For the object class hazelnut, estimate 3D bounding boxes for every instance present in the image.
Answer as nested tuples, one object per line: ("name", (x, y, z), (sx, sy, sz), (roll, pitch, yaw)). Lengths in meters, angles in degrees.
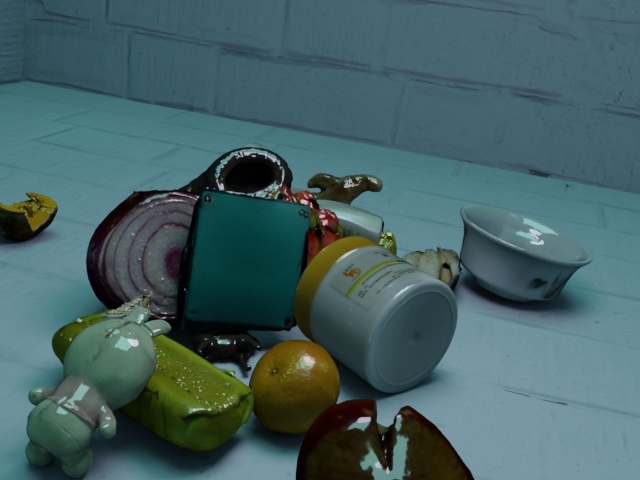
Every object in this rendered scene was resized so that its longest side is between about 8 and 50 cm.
("hazelnut", (0.087, 0.331, 1.019), (0.251, 0.217, 0.217), (22, 22, 11))

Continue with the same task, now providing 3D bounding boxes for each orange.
("orange", (-0.040, 0.245, 1.262), (0.136, 0.159, 0.159), (46, -8, -38))

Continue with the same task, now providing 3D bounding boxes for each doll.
("doll", (-0.326, 0.209, 1.106), (0.155, 0.113, 0.275), (22, 68, 23))
("doll", (-0.182, 0.202, 1.463), (0.139, 0.057, 0.165), (0, 12, -15))

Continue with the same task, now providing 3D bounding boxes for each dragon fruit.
("dragon fruit", (-0.049, 0.017, 1.678), (0.237, 0.303, 0.231), (-34, 27, -15))

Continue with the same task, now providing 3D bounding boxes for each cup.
("cup", (0.500, 0.048, 1.954), (0.347, 0.163, 0.347), (15, 19, -5))

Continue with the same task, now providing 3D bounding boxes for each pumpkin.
("pumpkin", (-0.743, -0.054, 1.881), (0.119, 0.108, 0.183), (24, 17, 21))

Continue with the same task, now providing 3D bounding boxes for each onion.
("onion", (-0.319, 0.030, 1.575), (0.336, 0.282, 0.260), (-12, 6, -24))

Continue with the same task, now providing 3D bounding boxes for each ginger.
("ginger", (-0.001, -0.067, 1.967), (0.166, 0.333, 0.080), (40, 7, 11))

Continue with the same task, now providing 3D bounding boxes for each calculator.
("calculator", (-0.146, 0.042, 1.482), (0.248, 0.274, 0.058), (4, 3, -26))

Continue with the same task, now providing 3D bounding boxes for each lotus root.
("lotus root", (0.275, 0.104, 1.891), (0.167, 0.078, 0.329), (-8, 17, 15))

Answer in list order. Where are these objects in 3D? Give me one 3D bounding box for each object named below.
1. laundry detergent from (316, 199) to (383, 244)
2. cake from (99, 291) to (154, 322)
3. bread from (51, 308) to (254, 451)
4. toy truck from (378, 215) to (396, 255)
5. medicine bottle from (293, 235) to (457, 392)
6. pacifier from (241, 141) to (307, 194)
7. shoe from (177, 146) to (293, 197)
("laundry detergent", (0.000, 0.000, 1.868), (0.280, 0.215, 0.105), (10, 39, 0))
("cake", (-0.311, 0.128, 1.285), (0.055, 0.051, 0.140), (15, 20, 18))
("bread", (-0.281, 0.231, 1.253), (0.383, 0.112, 0.166), (22, 21, 34))
("toy truck", (0.067, -0.008, 2.037), (0.286, 0.136, 0.111), (12, 48, 23))
("medicine bottle", (0.106, 0.139, 1.472), (0.238, 0.238, 0.232), (-8, 26, -38))
("pacifier", (-0.166, -0.121, 2.139), (0.220, 0.273, 0.332), (29, 21, -3))
("shoe", (-0.252, -0.095, 1.872), (0.384, 0.171, 0.237), (-18, -19, -9))
